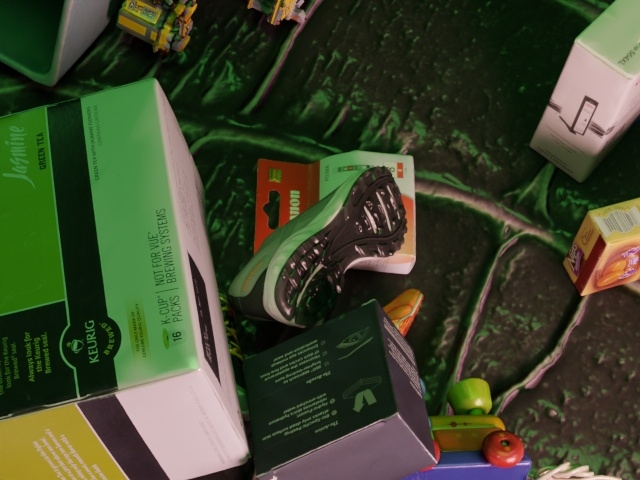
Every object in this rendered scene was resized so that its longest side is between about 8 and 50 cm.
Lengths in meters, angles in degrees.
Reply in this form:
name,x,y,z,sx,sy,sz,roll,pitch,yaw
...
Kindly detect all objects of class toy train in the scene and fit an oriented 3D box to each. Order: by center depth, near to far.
name,x,y,z,sx,sy,sz,roll,pitch,yaw
toy train,0.173,0.203,1.676,0.248,0.105,0.143,-1,44,-11

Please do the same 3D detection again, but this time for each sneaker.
name,x,y,z,sx,sy,sz,roll,pitch,yaw
sneaker,-0.120,0.094,1.686,0.083,0.084,0.215,-35,67,-4
sneaker,0.000,0.000,1.721,0.271,0.108,0.100,-39,115,-44
sneaker,0.047,0.103,1.733,0.067,0.064,0.175,40,59,12

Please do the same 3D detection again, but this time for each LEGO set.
name,x,y,z,sx,sy,sz,roll,pitch,yaw
LEGO set,-0.086,-0.350,1.883,0.192,0.331,0.255,27,36,6

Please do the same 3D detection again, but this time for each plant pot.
name,x,y,z,sx,sy,sz,roll,pitch,yaw
plant pot,-0.324,-0.379,1.891,0.247,0.248,0.252,30,41,10

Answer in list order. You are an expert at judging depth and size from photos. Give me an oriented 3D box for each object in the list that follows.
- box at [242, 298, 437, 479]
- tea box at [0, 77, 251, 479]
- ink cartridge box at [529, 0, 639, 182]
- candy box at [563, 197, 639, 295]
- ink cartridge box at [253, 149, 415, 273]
name,x,y,z,sx,sy,sz,roll,pitch,yaw
box,0.017,0.167,1.595,0.156,0.093,0.158,-26,40,14
tea box,-0.264,0.067,1.560,0.323,0.220,0.329,-13,58,3
ink cartridge box,0.340,-0.187,1.894,0.086,0.203,0.148,38,58,15
candy box,0.379,-0.006,1.838,0.186,0.109,0.053,-16,60,-19
ink cartridge box,0.018,-0.040,1.836,0.179,0.045,0.145,7,55,-9
